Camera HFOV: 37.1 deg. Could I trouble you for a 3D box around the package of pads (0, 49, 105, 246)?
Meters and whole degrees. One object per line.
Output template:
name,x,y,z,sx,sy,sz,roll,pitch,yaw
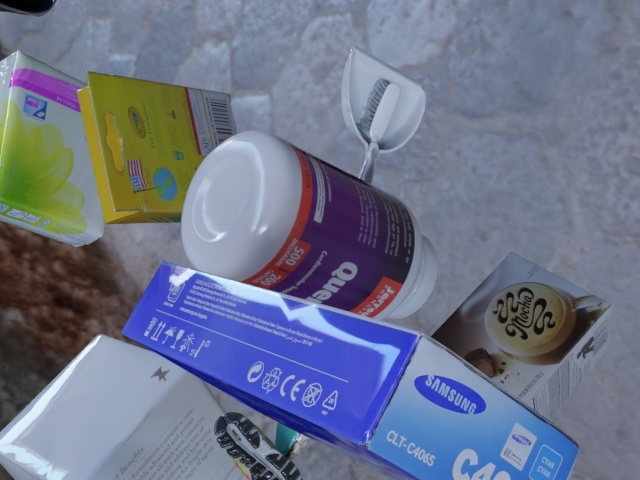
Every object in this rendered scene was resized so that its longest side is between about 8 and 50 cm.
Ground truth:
package of pads,-0.479,-0.155,1.698,0.101,0.229,0.296,-15,63,39

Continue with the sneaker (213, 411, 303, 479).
sneaker,-0.095,0.356,1.547,0.081,0.208,0.094,-34,4,-9

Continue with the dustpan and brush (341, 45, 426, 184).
dustpan and brush,0.078,-0.157,1.374,0.060,0.147,0.211,14,82,58

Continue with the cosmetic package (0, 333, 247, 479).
cosmetic package,-0.363,0.456,1.903,0.327,0.393,0.329,10,47,44

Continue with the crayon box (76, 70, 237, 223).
crayon box,-0.237,-0.130,1.408,0.081,0.319,0.202,-16,83,30

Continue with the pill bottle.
pill bottle,0.000,0.000,1.176,0.182,0.323,0.181,-21,59,39

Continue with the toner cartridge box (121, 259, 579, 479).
toner cartridge box,0.000,0.104,0.699,0.348,0.165,0.075,10,69,55

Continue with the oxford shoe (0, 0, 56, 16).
oxford shoe,-0.248,-0.250,0.651,0.130,0.133,0.364,-60,5,-5

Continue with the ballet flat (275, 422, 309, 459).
ballet flat,-0.019,0.254,1.611,0.091,0.077,0.240,-17,61,56

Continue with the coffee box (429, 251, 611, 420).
coffee box,0.240,0.178,1.303,0.168,0.118,0.297,32,64,35
